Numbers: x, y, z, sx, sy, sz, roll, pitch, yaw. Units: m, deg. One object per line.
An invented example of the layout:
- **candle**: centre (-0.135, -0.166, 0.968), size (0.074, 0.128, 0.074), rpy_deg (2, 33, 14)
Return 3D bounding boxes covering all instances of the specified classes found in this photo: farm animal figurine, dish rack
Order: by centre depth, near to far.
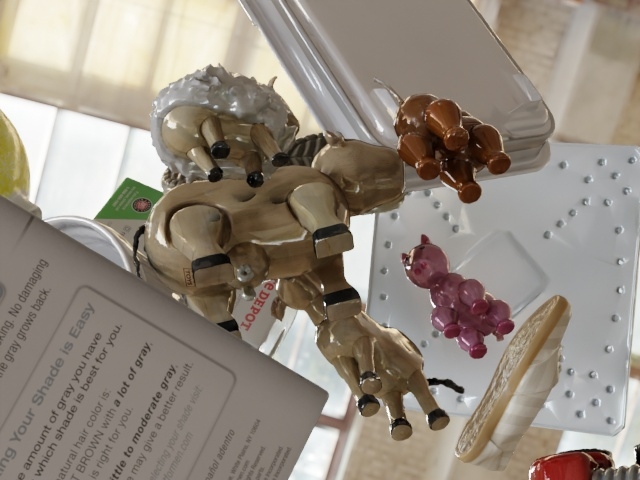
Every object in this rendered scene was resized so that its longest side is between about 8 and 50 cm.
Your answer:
- **farm animal figurine**: centre (0.000, 0.000, 1.168), size (0.327, 0.330, 0.172), rpy_deg (0, -145, -20)
- **dish rack**: centre (0.091, -0.206, 1.505), size (0.286, 0.072, 0.333), rpy_deg (-9, -123, -36)

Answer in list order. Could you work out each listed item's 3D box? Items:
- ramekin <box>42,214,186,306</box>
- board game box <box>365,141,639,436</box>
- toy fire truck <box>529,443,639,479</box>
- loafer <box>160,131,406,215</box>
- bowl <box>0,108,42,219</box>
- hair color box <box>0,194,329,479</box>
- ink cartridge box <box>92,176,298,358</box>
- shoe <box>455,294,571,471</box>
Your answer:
- **ramekin**: centre (-0.210, 0.092, 1.241), size (0.207, 0.207, 0.109), rpy_deg (25, 176, 38)
- **board game box**: centre (0.254, 0.057, 1.980), size (0.390, 0.389, 0.050), rpy_deg (4, 177, 27)
- **toy fire truck**: centre (0.284, 0.247, 1.269), size (0.217, 0.158, 0.246), rpy_deg (-10, 160, 25)
- **loafer**: centre (-0.032, -0.051, 1.501), size (0.269, 0.092, 0.102), rpy_deg (-1, -141, 7)
- **bowl**: centre (-0.435, -0.028, 1.717), size (0.156, 0.289, 0.289), rpy_deg (30, -167, 6)
- **hair color box**: centre (-0.203, 0.082, 0.825), size (0.374, 0.185, 0.113), rpy_deg (33, 161, -18)
- **ink cartridge box**: centre (-0.183, 0.064, 1.904), size (0.289, 0.121, 0.211), rpy_deg (22, -138, 6)
- **shoe**: centre (0.229, 0.163, 1.591), size (0.058, 0.219, 0.076), rpy_deg (28, -172, -8)
